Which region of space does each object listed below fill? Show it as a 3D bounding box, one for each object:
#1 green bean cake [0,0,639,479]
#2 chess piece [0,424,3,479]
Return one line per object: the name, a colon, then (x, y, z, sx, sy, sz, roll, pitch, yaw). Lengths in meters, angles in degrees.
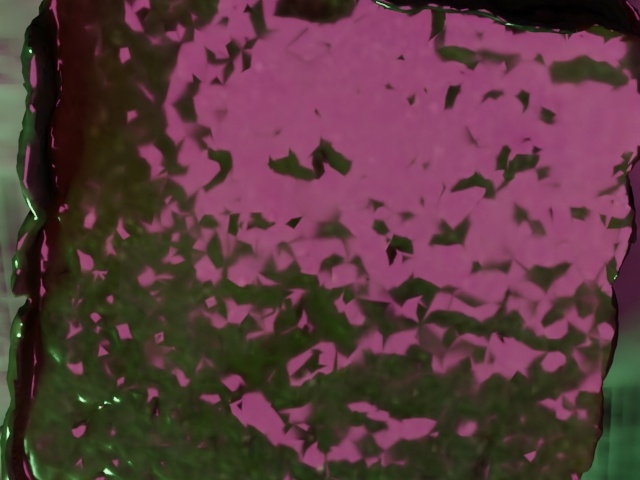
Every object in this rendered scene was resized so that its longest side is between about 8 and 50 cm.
green bean cake: (0.000, 0.000, 0.427, 0.173, 0.094, 0.181, 7, 113, 5)
chess piece: (-0.119, 0.135, 0.528, 0.059, 0.059, 0.149, 9, 107, 5)
